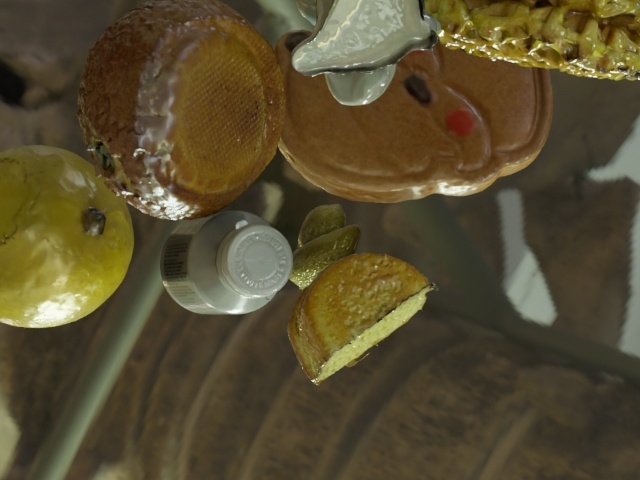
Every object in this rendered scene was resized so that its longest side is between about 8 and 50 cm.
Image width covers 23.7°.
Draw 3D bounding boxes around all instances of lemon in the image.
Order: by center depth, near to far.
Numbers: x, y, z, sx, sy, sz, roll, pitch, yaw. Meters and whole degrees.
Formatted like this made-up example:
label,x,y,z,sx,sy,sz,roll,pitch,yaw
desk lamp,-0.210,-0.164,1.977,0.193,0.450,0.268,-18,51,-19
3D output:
label,x,y,z,sx,sy,sz,roll,pitch,yaw
lemon,-0.431,-0.006,2.312,0.297,0.297,0.297,-34,-141,34

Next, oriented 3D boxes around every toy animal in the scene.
label,x,y,z,sx,sy,sz,roll,pitch,yaw
toy animal,0.071,-0.325,1.993,0.249,0.174,0.289,-54,-162,41

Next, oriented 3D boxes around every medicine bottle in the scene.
label,x,y,z,sx,sy,sz,roll,pitch,yaw
medicine bottle,-0.119,0.029,1.998,0.215,0.135,0.135,-7,-123,66

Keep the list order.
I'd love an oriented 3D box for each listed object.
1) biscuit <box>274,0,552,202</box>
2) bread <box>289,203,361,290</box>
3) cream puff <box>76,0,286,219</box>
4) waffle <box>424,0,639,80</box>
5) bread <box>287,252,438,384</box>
label,x,y,z,sx,sy,sz,roll,pitch,yaw
biscuit,0.146,-0.215,2.327,0.078,0.455,0.350,109,-42,-63
bread,0.000,0.000,2.428,0.187,0.065,0.149,-23,-131,60
cream puff,-0.188,-0.171,1.950,0.212,0.303,0.303,8,-110,39
waffle,0.305,-0.304,2.059,0.324,0.261,0.151,10,-83,23
bread,0.050,0.096,2.298,0.229,0.139,0.143,-34,171,-19
